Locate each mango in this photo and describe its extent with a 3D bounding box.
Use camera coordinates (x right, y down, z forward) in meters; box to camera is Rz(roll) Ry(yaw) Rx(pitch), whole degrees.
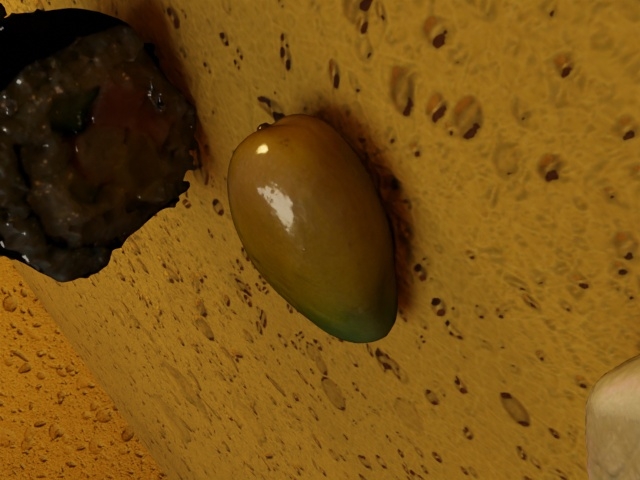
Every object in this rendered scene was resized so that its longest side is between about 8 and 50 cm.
[{"bbox_3d":[0.000,0.000,0.512,0.130,0.092,0.194,8,138,51],"label":"mango"}]

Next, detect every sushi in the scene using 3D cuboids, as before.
[{"bbox_3d":[-0.251,-0.098,0.633,0.219,0.239,0.225,27,127,48],"label":"sushi"}]

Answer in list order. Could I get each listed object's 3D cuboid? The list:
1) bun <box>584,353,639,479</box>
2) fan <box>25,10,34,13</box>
[{"bbox_3d":[0.219,0.134,0.289,0.237,0.116,0.209,48,153,47],"label":"bun"},{"bbox_3d":[-0.310,-0.145,0.898,0.191,0.009,0.329,41,147,20],"label":"fan"}]
